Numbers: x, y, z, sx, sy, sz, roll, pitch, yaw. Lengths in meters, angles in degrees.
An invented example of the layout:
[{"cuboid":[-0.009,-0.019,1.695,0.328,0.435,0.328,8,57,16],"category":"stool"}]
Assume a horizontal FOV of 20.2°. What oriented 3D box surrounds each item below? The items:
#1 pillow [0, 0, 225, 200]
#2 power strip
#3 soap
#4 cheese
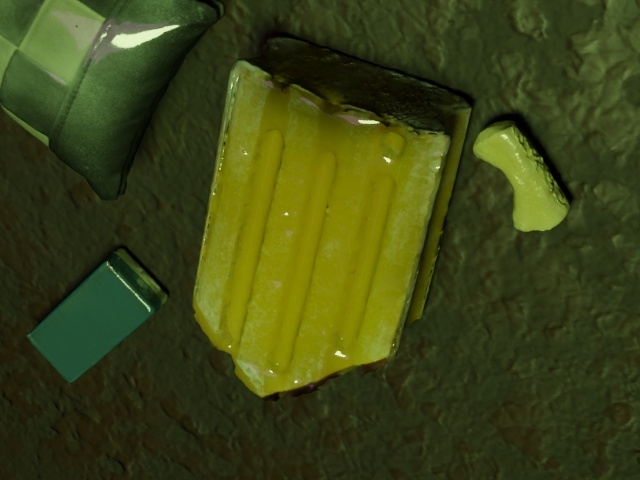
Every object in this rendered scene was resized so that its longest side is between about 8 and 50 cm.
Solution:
[{"cuboid":[-0.201,-0.166,1.261,0.250,0.106,0.186,39,124,6],"category":"pillow"},{"cuboid":[-0.177,0.060,1.413,0.056,0.032,0.123,47,125,-4],"category":"power strip"},{"cuboid":[0.000,0.000,1.275,0.160,0.080,0.257,21,123,14],"category":"soap"},{"cuboid":[0.135,-0.044,1.222,0.044,0.030,0.083,-28,108,26],"category":"cheese"}]
